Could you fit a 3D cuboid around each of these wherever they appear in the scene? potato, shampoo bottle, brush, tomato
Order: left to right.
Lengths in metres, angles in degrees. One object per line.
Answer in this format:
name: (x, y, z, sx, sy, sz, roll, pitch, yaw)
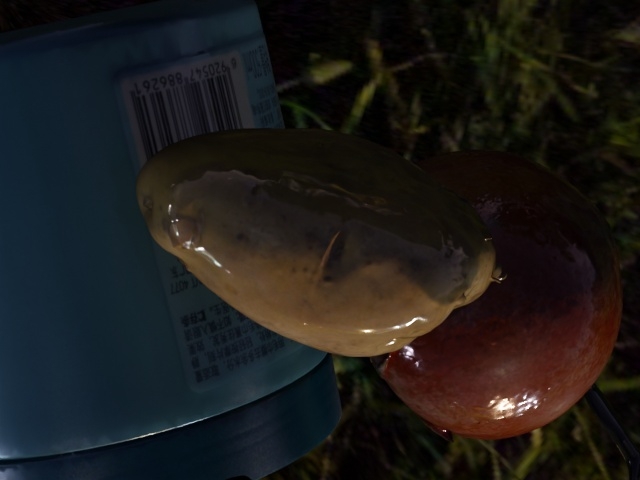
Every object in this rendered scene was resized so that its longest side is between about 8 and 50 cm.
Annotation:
shampoo bottle: (-0.173, 0.002, 1.151, 0.331, 0.331, 0.343, -12, 100, -10)
potato: (0.001, 0.003, 0.969, 0.234, 0.161, 0.128, 2, 129, -32)
tomato: (0.146, 0.041, 1.339, 0.264, 0.265, 0.265, -2, 100, -12)
brush: (0.292, 0.208, 1.377, 0.063, 0.016, 0.193, -38, 100, -44)

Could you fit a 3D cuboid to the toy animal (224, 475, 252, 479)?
toy animal: (-0.089, 0.190, 0.637, 0.210, 0.117, 0.121, -18, 87, -36)
